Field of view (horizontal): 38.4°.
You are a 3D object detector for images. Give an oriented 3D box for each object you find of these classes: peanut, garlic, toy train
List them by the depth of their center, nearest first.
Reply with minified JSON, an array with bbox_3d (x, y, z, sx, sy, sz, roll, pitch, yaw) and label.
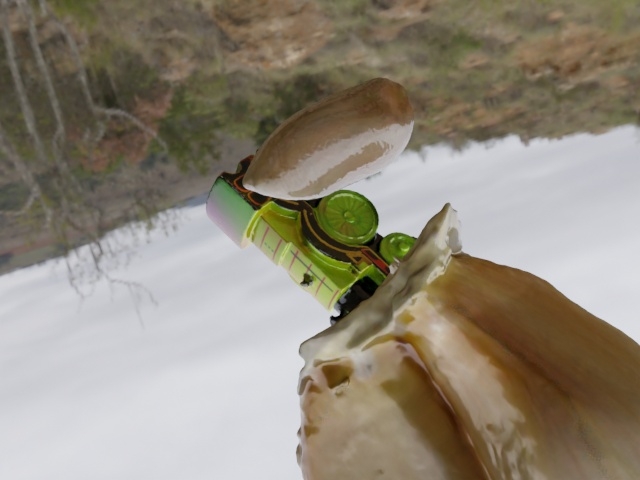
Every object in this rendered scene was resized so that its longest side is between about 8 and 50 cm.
[{"bbox_3d":[0.132,0.158,0.684,0.286,0.313,0.249,-39,164,-5],"label":"garlic"},{"bbox_3d":[0.006,-0.078,0.741,0.152,0.076,0.076,-28,-172,-3],"label":"peanut"},{"bbox_3d":[0.000,0.000,1.152,0.161,0.296,0.100,-38,163,-36],"label":"toy train"}]
